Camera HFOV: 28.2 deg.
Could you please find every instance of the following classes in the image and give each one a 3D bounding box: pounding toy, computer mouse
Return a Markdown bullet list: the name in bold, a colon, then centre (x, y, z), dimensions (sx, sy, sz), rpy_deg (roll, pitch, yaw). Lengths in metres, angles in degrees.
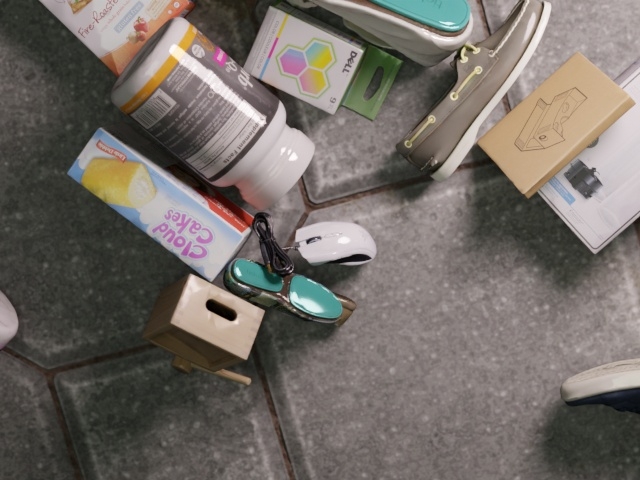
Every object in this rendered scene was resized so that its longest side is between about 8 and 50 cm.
- **pounding toy**: centre (-0.166, 0.140, 1.916), dimensions (0.181, 0.206, 0.094), rpy_deg (28, 66, -19)
- **computer mouse**: centre (0.000, 0.000, 1.894), dimensions (0.193, 0.042, 0.106), rpy_deg (-4, 57, -25)

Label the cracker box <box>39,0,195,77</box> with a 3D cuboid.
- **cracker box**: centre (-0.325, -0.377, 1.906), dimensions (0.232, 0.067, 0.155), rpy_deg (44, 98, -1)

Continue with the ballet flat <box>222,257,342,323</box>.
- **ballet flat**: centre (-0.059, 0.079, 1.888), dimensions (0.188, 0.070, 0.070), rpy_deg (26, 99, -16)

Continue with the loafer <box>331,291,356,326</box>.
- **loafer**: centre (-0.020, 0.092, 1.946), dimensions (0.148, 0.056, 0.050), rpy_deg (19, 92, 2)

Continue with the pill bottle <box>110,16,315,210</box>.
- **pill bottle**: centre (-0.152, -0.178, 1.848), dimensions (0.278, 0.162, 0.162), rpy_deg (39, 99, -18)

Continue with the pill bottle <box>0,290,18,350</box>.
- **pill bottle**: centre (-0.620, 0.182, 1.951), dimensions (0.301, 0.169, 0.169), rpy_deg (-44, 92, 8)

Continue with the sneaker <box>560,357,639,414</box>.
- **sneaker**: centre (0.534, 0.249, 1.882), dimensions (0.350, 0.131, 0.148), rpy_deg (-5, 92, 5)

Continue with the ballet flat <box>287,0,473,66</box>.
- **ballet flat**: centre (0.027, -0.367, 1.850), dimensions (0.400, 0.139, 0.139), rpy_deg (29, 99, 1)

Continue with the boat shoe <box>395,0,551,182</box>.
- **boat shoe**: centre (0.223, -0.231, 1.859), dimensions (0.091, 0.109, 0.305), rpy_deg (32, 102, -5)

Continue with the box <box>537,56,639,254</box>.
- **box**: centre (0.449, -0.139, 1.863), dimensions (0.290, 0.087, 0.169), rpy_deg (-41, 93, 8)

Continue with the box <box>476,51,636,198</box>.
- **box**: centre (0.336, -0.168, 1.838), dimensions (0.201, 0.164, 0.021), rpy_deg (-42, 125, 8)

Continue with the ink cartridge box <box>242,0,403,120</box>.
- **ink cartridge box**: centre (0.003, -0.259, 1.884), dimensions (0.209, 0.062, 0.109), rpy_deg (26, 114, 1)

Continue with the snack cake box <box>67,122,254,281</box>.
- **snack cake box**: centre (-0.229, -0.062, 1.896), dimensions (0.264, 0.152, 0.089), rpy_deg (37, 99, 0)
